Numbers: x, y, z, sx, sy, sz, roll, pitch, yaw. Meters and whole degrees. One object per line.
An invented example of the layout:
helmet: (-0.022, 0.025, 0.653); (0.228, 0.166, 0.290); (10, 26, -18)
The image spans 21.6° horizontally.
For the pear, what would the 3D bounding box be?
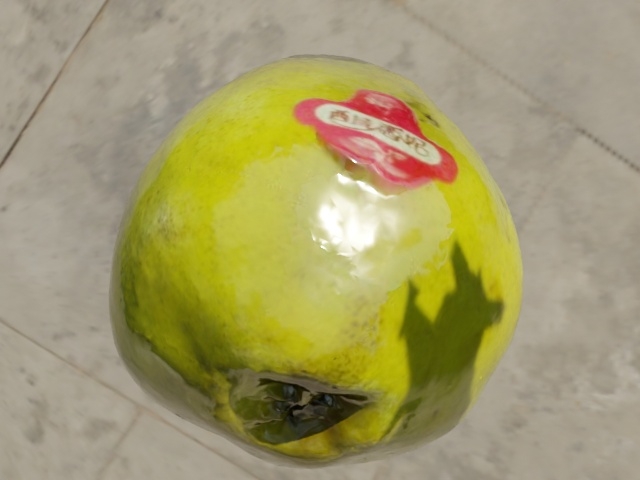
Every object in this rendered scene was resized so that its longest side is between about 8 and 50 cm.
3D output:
pear: (0.000, 0.000, 1.189); (0.287, 0.375, 0.287); (0, 126, 0)
